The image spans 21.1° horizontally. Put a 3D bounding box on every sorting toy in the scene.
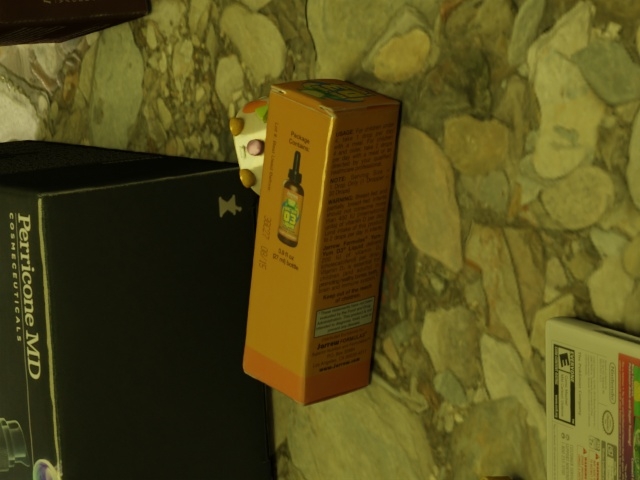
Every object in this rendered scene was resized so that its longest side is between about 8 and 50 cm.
[{"bbox_3d":[-0.027,-0.078,1.345,0.075,0.045,0.083,-15,86,33],"label":"sorting toy"}]

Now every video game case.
[{"bbox_3d":[0.204,0.161,1.085,0.183,0.023,0.201,16,111,60],"label":"video game case"}]

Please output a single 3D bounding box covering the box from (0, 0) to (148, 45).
[{"bbox_3d":[-0.285,-0.258,1.495,0.168,0.203,0.167,-5,94,52],"label":"box"}]

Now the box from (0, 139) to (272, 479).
[{"bbox_3d":[-0.243,0.074,1.513,0.395,0.212,0.294,8,104,50],"label":"box"}]

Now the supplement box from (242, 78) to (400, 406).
[{"bbox_3d":[0.000,0.000,1.291,0.078,0.080,0.233,27,120,43],"label":"supplement box"}]

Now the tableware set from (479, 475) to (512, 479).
[{"bbox_3d":[0.145,0.222,1.160,0.154,0.024,0.104,-120,32,-46],"label":"tableware set"}]
